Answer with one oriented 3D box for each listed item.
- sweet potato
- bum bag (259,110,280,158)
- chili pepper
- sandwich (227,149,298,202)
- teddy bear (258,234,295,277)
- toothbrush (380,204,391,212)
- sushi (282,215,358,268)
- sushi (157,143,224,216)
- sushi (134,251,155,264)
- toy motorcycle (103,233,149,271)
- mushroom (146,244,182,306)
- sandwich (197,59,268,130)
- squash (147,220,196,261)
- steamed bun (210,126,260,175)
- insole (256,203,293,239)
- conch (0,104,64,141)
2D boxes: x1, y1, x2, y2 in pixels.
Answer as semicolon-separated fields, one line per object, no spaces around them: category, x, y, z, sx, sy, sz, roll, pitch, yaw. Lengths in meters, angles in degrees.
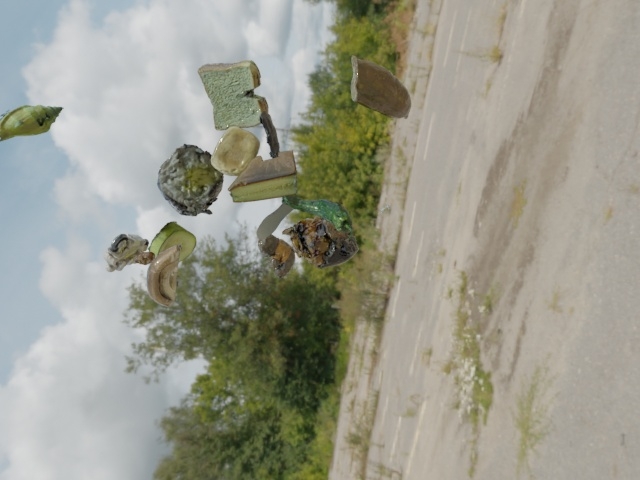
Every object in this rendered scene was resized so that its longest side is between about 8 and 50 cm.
sweet potato;0.237;-0.556;1.846;0.158;0.370;0.157;-22;61;47
bum bag;-0.191;-0.391;1.858;0.087;0.049;0.197;-61;-40;-62
chili pepper;0.017;-0.079;1.413;0.122;0.279;0.065;-19;-57;-43
sandwich;-0.191;-0.206;1.661;0.122;0.236;0.128;80;-178;-48
teddy bear;-0.197;0.046;2.166;0.140;0.190;0.177;-39;33;24
toothbrush;0.295;-0.143;2.237;0.024;0.021;0.288;-45;-1;2
sushi;-0.004;-0.002;1.723;0.200;0.204;0.213;25;-141;-55
sushi;-0.586;-0.264;2.226;0.299;0.281;0.294;-65;16;-6
sushi;-0.754;0.081;2.122;0.061;0.118;0.060;28;-123;-40
toy motorcycle;-0.989;0.067;2.484;0.222;0.108;0.341;-55;-7;1
mushroom;-0.473;0.103;1.482;0.072;0.094;0.209;42;129;45
sandwich;-0.351;-0.604;2.050;0.095;0.249;0.273;-75;-23;-54
squash;-0.721;0.024;2.365;0.220;0.133;0.220;-50;-13;-16
steamed bun;-0.305;-0.311;1.758;0.172;0.141;0.155;-62;14;-1
insole;-0.158;-0.081;1.750;0.197;0.004;0.065;-48;-54;-13
conch;-0.900;-0.373;1.527;0.079;0.201;0.094;-19;90;63
